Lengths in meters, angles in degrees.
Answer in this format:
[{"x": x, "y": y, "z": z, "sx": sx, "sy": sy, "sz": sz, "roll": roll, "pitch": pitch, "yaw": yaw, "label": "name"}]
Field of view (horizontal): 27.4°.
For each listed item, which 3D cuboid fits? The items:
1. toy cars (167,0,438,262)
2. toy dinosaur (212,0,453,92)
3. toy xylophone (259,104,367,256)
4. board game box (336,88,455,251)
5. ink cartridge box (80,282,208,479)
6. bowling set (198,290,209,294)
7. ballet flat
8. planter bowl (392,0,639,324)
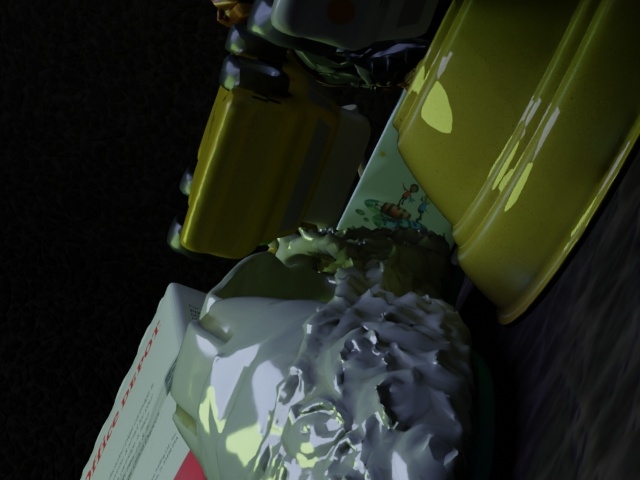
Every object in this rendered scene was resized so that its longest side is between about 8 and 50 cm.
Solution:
[{"x": 0.002, "y": -0.086, "z": 0.607, "sx": 0.394, "sy": 0.087, "sz": 0.176, "roll": 124, "pitch": 162, "yaw": -65, "label": "toy cars"}, {"x": 0.033, "y": -0.142, "z": 0.826, "sx": 0.322, "sy": 0.164, "sz": 0.218, "roll": -13, "pitch": 1, "yaw": -37, "label": "toy dinosaur"}, {"x": 0.000, "y": 0.000, "z": 1.261, "sx": 0.236, "sy": 0.081, "sz": 0.323, "roll": -50, "pitch": -52, "yaw": -66, "label": "toy xylophone"}, {"x": 0.124, "y": -0.137, "z": 1.110, "sx": 0.224, "sy": 0.097, "sz": 0.303, "roll": -66, "pitch": 1, "yaw": -79, "label": "board game box"}, {"x": -0.067, "y": 0.159, "z": 0.765, "sx": 0.172, "sy": 0.100, "sz": 0.237, "roll": -64, "pitch": 20, "yaw": 18, "label": "ink cartridge box"}, {"x": -0.054, "y": 0.110, "z": 1.559, "sx": 0.287, "sy": 0.200, "sz": 0.154, "roll": -58, "pitch": -23, "yaw": 9, "label": "bowling set"}, {"x": -0.003, "y": 0.069, "z": 0.624, "sx": 0.147, "sy": 0.147, "sz": 0.409, "roll": -64, "pitch": 0, "yaw": 10, "label": "ballet flat"}, {"x": 0.093, "y": -0.077, "z": 0.603, "sx": 0.217, "sy": 0.090, "sz": 0.217, "roll": 26, "pitch": -90, "yaw": -89, "label": "planter bowl"}]
